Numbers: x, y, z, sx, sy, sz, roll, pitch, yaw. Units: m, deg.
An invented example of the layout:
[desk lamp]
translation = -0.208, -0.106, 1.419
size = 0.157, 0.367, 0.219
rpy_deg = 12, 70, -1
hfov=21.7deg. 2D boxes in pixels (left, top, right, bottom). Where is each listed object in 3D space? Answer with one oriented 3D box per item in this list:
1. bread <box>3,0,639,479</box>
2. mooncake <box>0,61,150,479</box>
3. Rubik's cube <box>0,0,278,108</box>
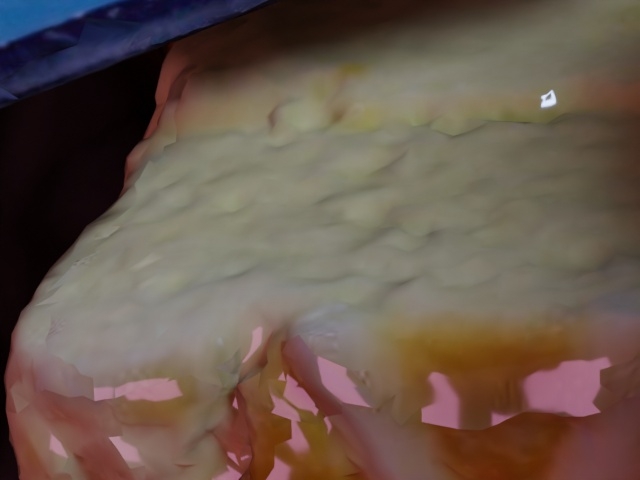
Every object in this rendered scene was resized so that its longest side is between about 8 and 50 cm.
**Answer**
[bread]
translation = 0.124, 0.103, 0.533
size = 0.371, 0.279, 0.390
rpy_deg = -1, 118, 14
[mooncake]
translation = -0.212, 0.014, 0.941
size = 0.154, 0.306, 0.306
rpy_deg = 7, 125, 50
[Rubik's cube]
translation = -0.078, -0.226, 0.496
size = 0.307, 0.305, 0.310
rpy_deg = -127, 17, -70
